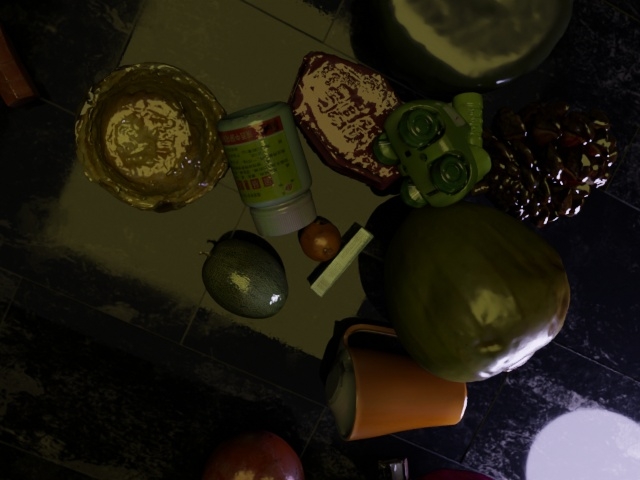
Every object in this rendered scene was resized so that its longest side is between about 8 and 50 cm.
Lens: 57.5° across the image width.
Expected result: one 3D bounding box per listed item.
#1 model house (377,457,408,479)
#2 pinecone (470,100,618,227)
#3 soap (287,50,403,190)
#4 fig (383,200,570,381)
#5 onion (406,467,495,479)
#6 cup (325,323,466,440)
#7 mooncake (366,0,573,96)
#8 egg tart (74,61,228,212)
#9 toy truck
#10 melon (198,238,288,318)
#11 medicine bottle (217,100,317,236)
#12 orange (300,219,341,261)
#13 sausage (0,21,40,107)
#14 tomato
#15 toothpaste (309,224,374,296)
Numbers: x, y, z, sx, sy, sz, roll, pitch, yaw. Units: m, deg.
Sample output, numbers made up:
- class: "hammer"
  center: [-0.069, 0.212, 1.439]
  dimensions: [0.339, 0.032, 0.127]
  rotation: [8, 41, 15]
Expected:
- class: "model house"
  center: [0.161, 0.514, 1.257]
  dimensions: [0.058, 0.057, 0.083]
  rotation: [1, 78, -31]
- class: "pinecone"
  center: [0.419, -0.153, 1.091]
  dimensions: [0.309, 0.244, 0.244]
  rotation: [-26, 100, -19]
- class: "soap"
  center: [0.057, -0.232, 1.109]
  dimensions: [0.182, 0.112, 0.289]
  rotation: [-38, 99, -5]
- class: "fig"
  center: [0.264, 0.086, 1.080]
  dimensions: [0.343, 0.343, 0.343]
  rotation: [-1, 98, -5]
- class: "onion"
  center: [0.273, 0.649, 1.117]
  dimensions: [0.348, 0.385, 0.347]
  rotation: [-18, 136, -18]
- class: "cup"
  center: [0.145, 0.282, 1.176]
  dimensions: [0.264, 0.182, 0.226]
  rotation: [3, 67, -13]
- class: "mooncake"
  center: [0.259, -0.441, 1.057]
  dimensions: [0.356, 0.194, 0.356]
  rotation: [0, 99, -1]
- class: "egg tart"
  center: [-0.310, -0.188, 1.075]
  dimensions: [0.295, 0.116, 0.294]
  rotation: [-1, 100, -5]
- class: "toy truck"
  center: [0.217, -0.156, 1.018]
  dimensions: [0.210, 0.148, 0.187]
  rotation: [-15, 84, -24]
- class: "melon"
  center: [-0.149, 0.072, 1.115]
  dimensions: [0.192, 0.139, 0.139]
  rotation: [36, 93, -14]
- class: "medicine bottle"
  center: [-0.094, -0.133, 1.079]
  dimensions: [0.139, 0.139, 0.225]
  rotation: [-18, 111, -3]
- class: "orange"
  center: [0.000, 0.001, 1.150]
  dimensions: [0.083, 0.083, 0.083]
  rotation: [-1, 98, -5]
- class: "sausage"
  center: [-0.578, -0.330, 1.054]
  dimensions: [0.065, 0.065, 0.169]
  rotation: [-25, 99, -2]
- class: "tomato"
  center: [-0.132, 0.480, 1.151]
  dimensions: [0.208, 0.184, 0.208]
  rotation: [0, 89, 1]
- class: "toothpaste"
  center: [0.040, 0.041, 1.175]
  dimensions: [0.034, 0.046, 0.164]
  rotation: [40, 93, -7]
